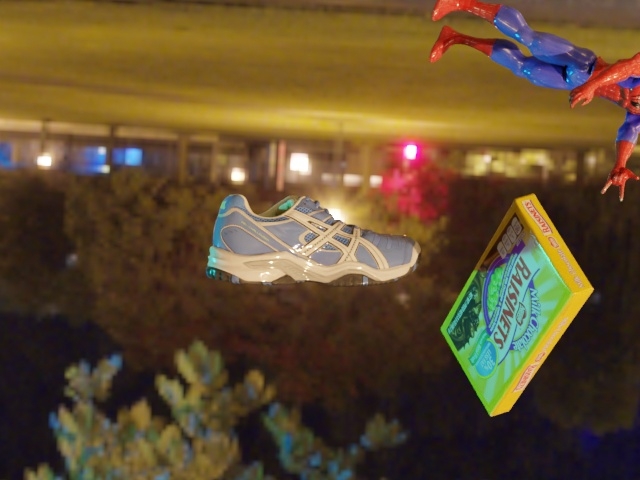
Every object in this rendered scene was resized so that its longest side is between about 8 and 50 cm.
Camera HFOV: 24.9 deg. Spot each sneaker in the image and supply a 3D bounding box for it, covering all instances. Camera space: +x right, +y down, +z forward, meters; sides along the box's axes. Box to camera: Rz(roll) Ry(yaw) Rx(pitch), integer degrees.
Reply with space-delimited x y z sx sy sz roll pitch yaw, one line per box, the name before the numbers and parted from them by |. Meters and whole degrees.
sneaker | 0.000 0.000 1.328 0.211 0.081 0.080 1 -178 -27

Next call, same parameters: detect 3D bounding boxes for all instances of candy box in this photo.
candy box | 0.171 0.062 1.291 0.027 0.105 0.206 -15 149 -27

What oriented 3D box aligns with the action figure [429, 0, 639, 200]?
action figure | 0.229 -0.141 1.389 0.280 0.139 0.091 18 146 15
